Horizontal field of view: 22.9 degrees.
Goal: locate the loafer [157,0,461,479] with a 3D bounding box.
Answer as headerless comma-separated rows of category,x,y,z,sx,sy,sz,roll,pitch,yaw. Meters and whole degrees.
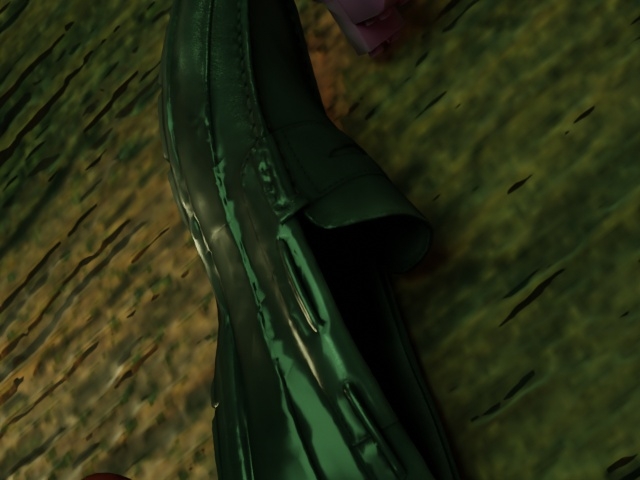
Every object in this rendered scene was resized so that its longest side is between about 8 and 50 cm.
loafer,0.000,0.000,0.518,0.078,0.076,0.223,-21,66,23

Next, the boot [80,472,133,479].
boot,0.054,0.084,0.414,0.244,0.088,0.176,29,90,19

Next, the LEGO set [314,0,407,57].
LEGO set,0.076,-0.116,0.493,0.087,0.093,0.227,-40,14,-25
